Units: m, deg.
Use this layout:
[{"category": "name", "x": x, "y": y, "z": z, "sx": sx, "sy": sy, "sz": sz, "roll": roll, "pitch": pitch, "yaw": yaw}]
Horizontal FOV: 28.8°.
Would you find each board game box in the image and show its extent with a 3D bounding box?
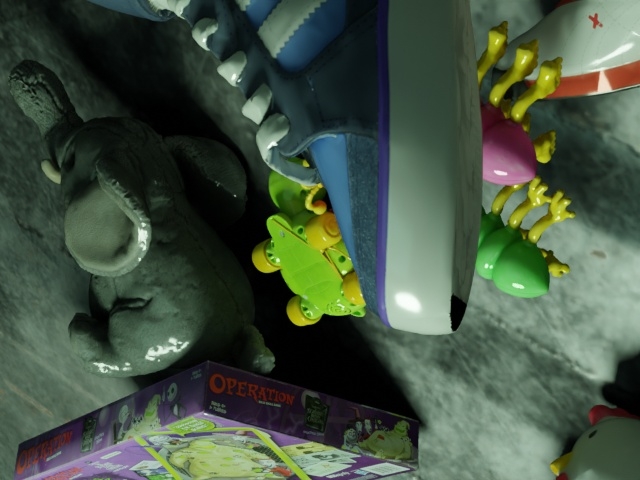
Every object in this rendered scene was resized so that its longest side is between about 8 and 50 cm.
[{"category": "board game box", "x": -0.102, "y": 0.186, "z": 1.083, "sx": 0.346, "sy": 0.208, "sz": 0.056, "roll": -26, "pitch": 56, "yaw": 48}]

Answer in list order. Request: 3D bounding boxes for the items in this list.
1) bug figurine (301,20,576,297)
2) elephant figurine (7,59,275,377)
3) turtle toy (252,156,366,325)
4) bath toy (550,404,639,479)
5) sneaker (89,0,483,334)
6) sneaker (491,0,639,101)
[{"category": "bug figurine", "x": 0.052, "y": -0.064, "z": 0.741, "sx": 0.216, "sy": 0.072, "sz": 0.279, "roll": 36, "pitch": 160, "yaw": 30}, {"category": "elephant figurine", "x": -0.144, "y": -0.022, "z": 0.978, "sx": 0.185, "sy": 0.169, "sz": 0.240, "roll": -8, "pitch": 109, "yaw": 0}, {"category": "turtle toy", "x": 0.000, "y": 0.000, "z": 0.927, "sx": 0.095, "sy": 0.066, "sz": 0.130, "roll": -23, "pitch": 102, "yaw": 49}, {"category": "bath toy", "x": 0.190, "y": 0.255, "z": 0.908, "sx": 0.129, "sy": 0.151, "sz": 0.348, "roll": -111, "pitch": 21, "yaw": -45}, {"category": "sneaker", "x": -0.050, "y": -0.109, "z": 0.596, "sx": 0.236, "sy": 0.130, "sz": 0.323, "roll": -5, "pitch": 80, "yaw": 12}, {"category": "sneaker", "x": 0.184, "y": -0.156, "z": 0.635, "sx": 0.270, "sy": 0.090, "sz": 0.145, "roll": -4, "pitch": 100, "yaw": 56}]
